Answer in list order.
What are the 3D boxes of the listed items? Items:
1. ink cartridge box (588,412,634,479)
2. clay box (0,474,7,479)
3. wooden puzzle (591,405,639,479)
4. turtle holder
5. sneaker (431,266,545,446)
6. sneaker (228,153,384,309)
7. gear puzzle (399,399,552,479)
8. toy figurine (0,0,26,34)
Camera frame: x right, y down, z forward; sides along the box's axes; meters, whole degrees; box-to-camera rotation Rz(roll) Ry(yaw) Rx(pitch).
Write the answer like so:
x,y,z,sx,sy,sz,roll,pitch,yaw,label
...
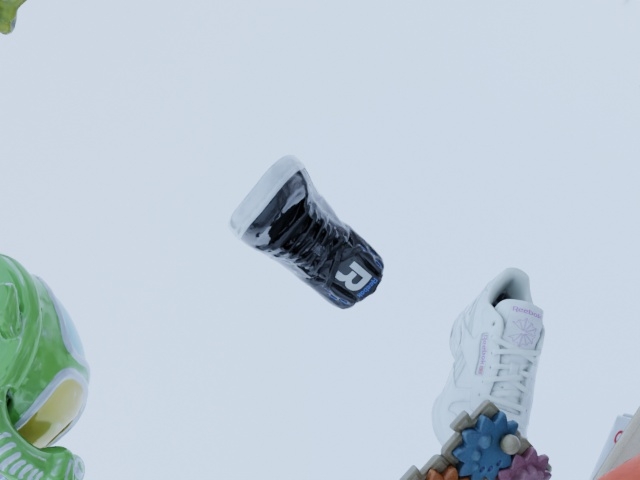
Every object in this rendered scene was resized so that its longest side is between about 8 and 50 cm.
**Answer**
x,y,z,sx,sy,sz,roll,pitch,yaw,label
0.356,0.343,1.260,0.278,0.117,0.201,-64,-169,-7,ink cartridge box
-0.420,0.350,1.495,0.222,0.053,0.127,-13,-149,37,clay box
0.386,0.183,0.989,0.348,0.080,0.322,-56,-145,5,wooden puzzle
-0.373,0.157,1.390,0.320,0.227,0.243,14,-112,37,turtle holder
0.214,0.160,1.456,0.305,0.114,0.152,-82,-167,-45,sneaker
0.000,0.000,0.962,0.079,0.121,0.217,-50,175,2,sneaker
0.115,0.336,1.260,0.339,0.175,0.044,-47,-144,-6,gear puzzle
-0.283,-0.147,0.574,0.362,0.191,0.217,-40,178,7,toy figurine
